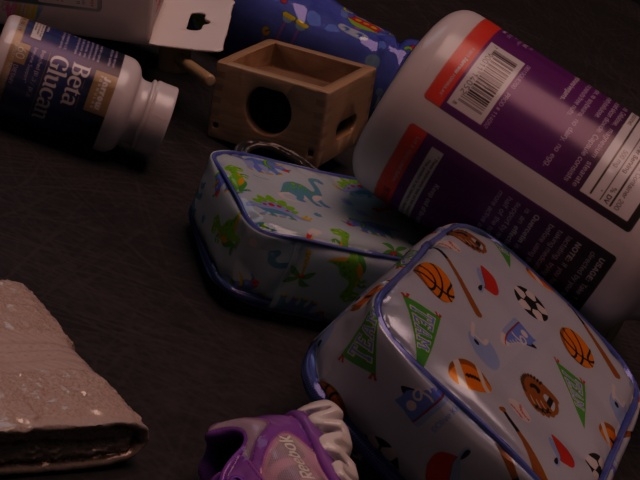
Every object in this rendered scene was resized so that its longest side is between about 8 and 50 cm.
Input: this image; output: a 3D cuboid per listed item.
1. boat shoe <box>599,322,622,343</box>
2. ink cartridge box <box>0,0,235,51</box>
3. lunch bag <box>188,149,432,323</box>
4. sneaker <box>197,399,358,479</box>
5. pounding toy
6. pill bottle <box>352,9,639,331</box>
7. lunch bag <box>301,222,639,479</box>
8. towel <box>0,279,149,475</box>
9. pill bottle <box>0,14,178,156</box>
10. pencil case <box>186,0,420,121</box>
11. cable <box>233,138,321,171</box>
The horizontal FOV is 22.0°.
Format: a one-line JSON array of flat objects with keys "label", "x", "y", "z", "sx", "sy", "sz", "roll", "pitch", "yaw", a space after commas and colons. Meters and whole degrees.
[{"label": "boat shoe", "x": 0.239, "y": 0.070, "z": 1.527, "sx": 0.079, "sy": 0.084, "sz": 0.233, "roll": 31, "pitch": 27, "yaw": 17}, {"label": "ink cartridge box", "x": -0.262, "y": -0.299, "z": 1.715, "sx": 0.353, "sy": 0.119, "sz": 0.207, "roll": 8, "pitch": 24, "yaw": -3}, {"label": "lunch bag", "x": 0.000, "y": 0.000, "z": 1.441, "sx": 0.219, "sy": 0.090, "sz": 0.176, "roll": 12, "pitch": 26, "yaw": -27}, {"label": "sneaker", "x": -0.019, "y": 0.181, "z": 1.036, "sx": 0.105, "sy": 0.095, "sz": 0.236, "roll": 7, "pitch": 22, "yaw": -20}, {"label": "pounding toy", "x": -0.076, "y": -0.142, "z": 1.693, "sx": 0.206, "sy": 0.094, "sz": 0.181, "roll": 17, "pitch": 23, "yaw": 19}, {"label": "pill bottle", "x": 0.200, "y": -0.045, "z": 1.413, "sx": 0.323, "sy": 0.181, "sz": 0.181, "roll": 34, "pitch": 24, "yaw": 6}, {"label": "lunch bag", "x": 0.124, "y": 0.119, "z": 1.239, "sx": 0.243, "sy": 0.115, "sz": 0.303, "roll": 45, "pitch": 26, "yaw": 3}, {"label": "towel", "x": -0.267, "y": 0.082, "z": 1.057, "sx": 0.282, "sy": 0.049, "sz": 0.187, "roll": 1, "pitch": 32, "yaw": -43}, {"label": "pill bottle", "x": -0.222, "y": -0.138, "z": 1.524, "sx": 0.169, "sy": 0.094, "sz": 0.094, "roll": 19, "pitch": 23, "yaw": -11}, {"label": "pencil case", "x": -0.018, "y": -0.239, "z": 1.910, "sx": 0.306, "sy": 0.119, "sz": 0.133, "roll": 30, "pitch": 47, "yaw": 14}, {"label": "cable", "x": 0.046, "y": -0.015, "z": 1.600, "sx": 0.287, "sy": 0.072, "sz": 0.139, "roll": 10, "pitch": 50, "yaw": 1}]
